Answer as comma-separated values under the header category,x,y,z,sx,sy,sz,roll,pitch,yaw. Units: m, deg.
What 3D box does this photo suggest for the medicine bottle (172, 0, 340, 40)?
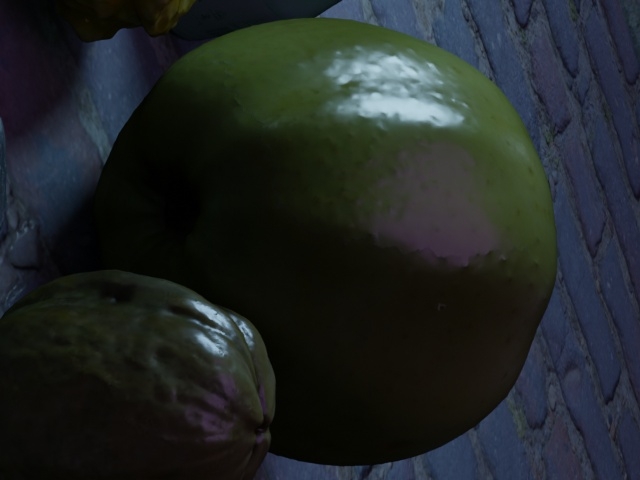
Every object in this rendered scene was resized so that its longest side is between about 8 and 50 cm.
category,x,y,z,sx,sy,sz,roll,pitch,yaw
medicine bottle,-0.040,-0.365,1.938,0.245,0.290,0.245,31,55,-59

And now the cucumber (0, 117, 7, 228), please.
category,x,y,z,sx,sy,sz,roll,pitch,yaw
cucumber,-0.311,-0.058,1.544,0.064,0.064,0.112,12,73,-63

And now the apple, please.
category,x,y,z,sx,sy,sz,roll,pitch,yaw
apple,0.000,0.000,1.749,0.473,0.473,0.474,32,54,-58

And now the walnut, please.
category,x,y,z,sx,sy,sz,roll,pitch,yaw
walnut,-0.178,0.155,1.499,0.227,0.283,0.283,15,68,-72

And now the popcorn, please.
category,x,y,z,sx,sy,sz,roll,pitch,yaw
popcorn,-0.195,-0.306,1.684,0.250,0.190,0.250,-23,90,-81
